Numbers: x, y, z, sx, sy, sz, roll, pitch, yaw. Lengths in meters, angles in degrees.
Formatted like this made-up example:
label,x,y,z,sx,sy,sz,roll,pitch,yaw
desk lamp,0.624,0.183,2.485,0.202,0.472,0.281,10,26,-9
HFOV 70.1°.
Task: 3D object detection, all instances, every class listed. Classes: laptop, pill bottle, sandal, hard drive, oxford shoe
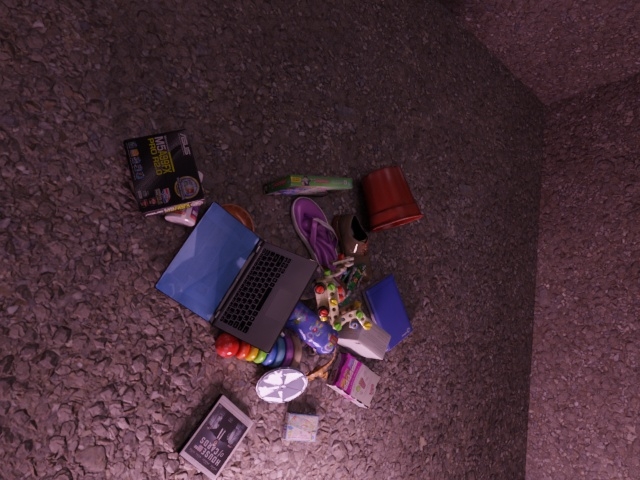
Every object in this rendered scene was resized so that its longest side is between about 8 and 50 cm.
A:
label,x,y,z,sx,sy,sz,roll,pitch,yaw
laptop,-0.287,0.127,1.644,0.382,0.407,0.236,-60,156,-20
pill bottle,-0.483,-0.157,1.638,0.108,0.108,0.194,21,71,-34
sandal,0.010,-0.007,2.005,0.169,0.102,0.416,-32,103,-37
hard drive,0.333,0.350,2.244,0.210,0.040,0.319,-27,100,-37
oxford shoe,0.171,0.042,2.105,0.123,0.130,0.348,-35,105,-37

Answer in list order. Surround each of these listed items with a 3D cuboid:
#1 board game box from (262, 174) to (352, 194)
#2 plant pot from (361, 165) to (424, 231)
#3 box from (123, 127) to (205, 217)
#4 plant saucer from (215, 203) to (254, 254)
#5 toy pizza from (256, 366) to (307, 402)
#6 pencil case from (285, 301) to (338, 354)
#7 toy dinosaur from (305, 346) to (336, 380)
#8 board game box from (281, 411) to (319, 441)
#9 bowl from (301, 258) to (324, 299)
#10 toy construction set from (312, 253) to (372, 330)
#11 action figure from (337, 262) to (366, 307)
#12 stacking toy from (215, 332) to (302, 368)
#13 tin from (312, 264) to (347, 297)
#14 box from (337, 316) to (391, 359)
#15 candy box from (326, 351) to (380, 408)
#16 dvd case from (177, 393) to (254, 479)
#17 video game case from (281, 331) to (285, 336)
label,x,y,z,sx,sy,sz,roll,pitch,yaw
board game box,-0.053,-0.226,1.917,0.317,0.213,0.046,-2,85,-39
plant pot,0.327,-0.203,2.197,0.272,0.272,0.265,-12,83,-38
box,-0.531,-0.232,1.558,0.216,0.060,0.270,-14,79,-13
plant saucer,-0.352,-0.042,1.769,0.199,0.037,0.200,6,81,-38
toy pizza,-0.151,0.558,1.779,0.201,0.032,0.201,-7,123,-11
pencil case,-0.057,0.358,1.891,0.306,0.119,0.133,43,72,-26
toy dinosaur,0.001,0.539,1.896,0.211,0.064,0.112,-32,149,-3
board game box,-0.080,0.765,1.870,0.154,0.026,0.104,21,71,-34
bowl,-0.073,0.158,1.918,0.170,0.080,0.170,-2,95,-21
toy construction set,0.081,0.223,1.869,0.214,0.151,0.328,-10,90,-6
action figure,0.134,0.197,2.061,0.137,0.063,0.232,41,79,-39
stacking toy,-0.243,0.417,1.741,0.330,0.141,0.141,14,75,-29
tin,0.034,0.191,1.976,0.189,0.106,0.040,45,14,-3
box,0.179,0.429,2.023,0.182,0.181,0.119,40,62,-27
candy box,0.150,0.626,2.042,0.233,0.071,0.159,41,60,-25
dvd case,-0.373,0.709,1.649,0.179,0.029,0.239,50,57,-21
video game case,-0.205,0.297,1.786,0.015,0.119,0.166,-39,109,-8
